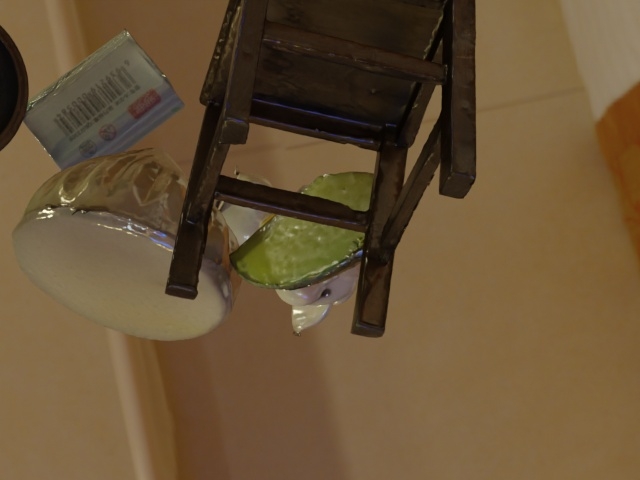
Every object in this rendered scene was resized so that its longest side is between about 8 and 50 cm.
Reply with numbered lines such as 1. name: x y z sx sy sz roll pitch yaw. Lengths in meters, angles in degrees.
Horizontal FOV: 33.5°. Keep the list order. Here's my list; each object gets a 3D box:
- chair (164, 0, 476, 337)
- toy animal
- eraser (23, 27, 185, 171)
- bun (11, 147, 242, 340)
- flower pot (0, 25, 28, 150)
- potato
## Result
1. chair: 0.009 -0.166 0.907 0.240 0.203 0.416 111 168 -54
2. toy animal: -0.055 0.021 1.835 0.182 0.310 0.247 -65 12 -23
3. eraser: -0.361 -0.219 1.751 0.174 0.227 0.081 50 175 17
4. bun: -0.201 -0.018 1.213 0.263 0.263 0.175 92 -167 -56
5. flower pot: -0.555 -0.213 1.513 0.148 0.235 0.235 -4 99 52
6. potato: 0.000 0.000 1.087 0.054 0.198 0.119 38 -149 -45
